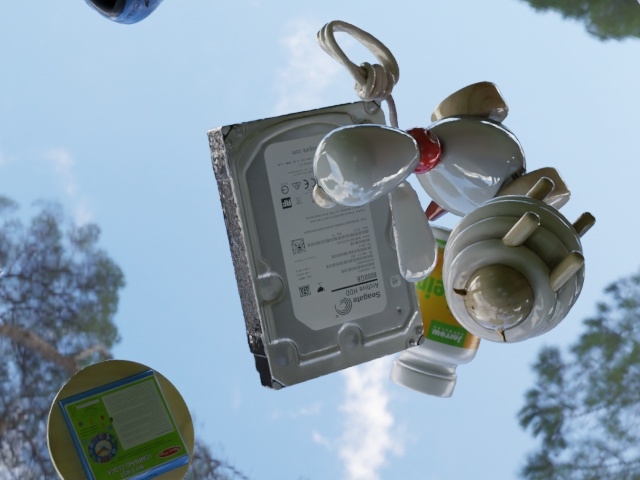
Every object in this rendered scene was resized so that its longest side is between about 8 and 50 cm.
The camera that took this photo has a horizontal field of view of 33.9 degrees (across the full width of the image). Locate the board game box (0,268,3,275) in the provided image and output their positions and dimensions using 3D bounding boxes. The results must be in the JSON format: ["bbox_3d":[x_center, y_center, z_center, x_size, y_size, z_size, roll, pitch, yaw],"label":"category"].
[{"bbox_3d":[-0.476,-0.054,1.055,0.305,0.193,0.053,36,-100,4],"label":"board game box"}]

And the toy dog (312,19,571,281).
[{"bbox_3d":[0.096,-0.064,1.066,0.333,0.161,0.220,14,-134,-35],"label":"toy dog"}]

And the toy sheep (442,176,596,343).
[{"bbox_3d":[0.115,0.013,0.615,0.091,0.091,0.132,28,-152,12],"label":"toy sheep"}]

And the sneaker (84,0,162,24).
[{"bbox_3d":[-0.180,-0.236,0.699,0.209,0.069,0.082,53,-157,-10],"label":"sneaker"}]

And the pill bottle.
[{"bbox_3d":[0.185,0.107,1.594,0.136,0.246,0.136,15,-176,-1],"label":"pill bottle"}]

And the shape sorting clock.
[{"bbox_3d":[-0.266,0.261,1.412,0.206,0.040,0.206,15,-123,-24],"label":"shape sorting clock"}]

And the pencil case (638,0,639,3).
[{"bbox_3d":[0.285,-0.174,0.734,0.124,0.124,0.284,-26,-89,-32],"label":"pencil case"}]

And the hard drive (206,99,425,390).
[{"bbox_3d":[0.000,0.000,1.358,0.237,0.064,0.339,-13,-83,-26],"label":"hard drive"}]
